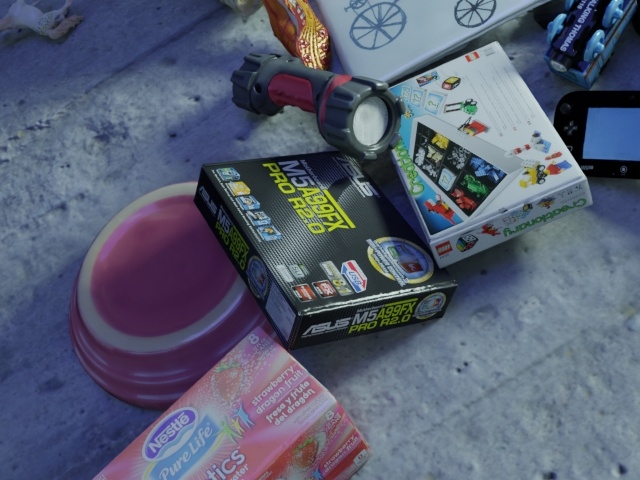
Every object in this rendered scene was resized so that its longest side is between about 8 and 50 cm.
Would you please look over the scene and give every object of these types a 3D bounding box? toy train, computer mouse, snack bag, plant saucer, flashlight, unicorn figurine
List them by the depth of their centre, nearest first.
[{"bbox_3d":[0.352,-0.286,1.323,0.080,0.105,0.184,32,90,24],"label":"toy train"},{"bbox_3d":[-0.180,0.050,1.334,0.332,0.084,0.332,-10,55,15],"label":"plant saucer"},{"bbox_3d":[-0.018,-0.183,1.382,0.103,0.103,0.304,-6,18,-36],"label":"flashlight"},{"bbox_3d":[0.287,-0.327,1.438,0.242,0.041,0.071,8,62,26],"label":"computer mouse"},{"bbox_3d":[0.160,-0.380,1.504,0.342,0.037,0.323,-27,49,9],"label":"snack bag"},{"bbox_3d":[-0.486,-0.377,1.749,0.162,0.060,0.111,18,65,30],"label":"unicorn figurine"}]

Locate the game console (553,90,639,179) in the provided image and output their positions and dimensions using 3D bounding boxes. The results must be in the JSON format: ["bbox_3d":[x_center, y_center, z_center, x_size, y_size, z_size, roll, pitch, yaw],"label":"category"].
[{"bbox_3d":[0.425,-0.103,1.180,0.361,0.044,0.213,7,80,40],"label":"game console"}]

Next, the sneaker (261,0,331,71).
[{"bbox_3d":[-0.035,-0.305,1.526,0.064,0.067,0.175,-12,71,-31],"label":"sneaker"}]

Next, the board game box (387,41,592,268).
[{"bbox_3d":[0.186,-0.117,1.295,0.193,0.053,0.305,-23,43,5],"label":"board game box"}]

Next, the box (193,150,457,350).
[{"bbox_3d":[0.000,0.000,1.244,0.216,0.060,0.270,-9,45,-30],"label":"box"}]

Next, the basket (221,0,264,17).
[{"bbox_3d":[-0.118,-0.575,1.564,0.331,0.328,0.266,-41,49,-7],"label":"basket"}]

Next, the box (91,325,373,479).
[{"bbox_3d":[-0.110,0.262,1.121,0.300,0.154,0.142,-43,54,-9],"label":"box"}]

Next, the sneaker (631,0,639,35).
[{"bbox_3d":[0.490,-0.277,1.308,0.145,0.090,0.270,5,33,-9],"label":"sneaker"}]
